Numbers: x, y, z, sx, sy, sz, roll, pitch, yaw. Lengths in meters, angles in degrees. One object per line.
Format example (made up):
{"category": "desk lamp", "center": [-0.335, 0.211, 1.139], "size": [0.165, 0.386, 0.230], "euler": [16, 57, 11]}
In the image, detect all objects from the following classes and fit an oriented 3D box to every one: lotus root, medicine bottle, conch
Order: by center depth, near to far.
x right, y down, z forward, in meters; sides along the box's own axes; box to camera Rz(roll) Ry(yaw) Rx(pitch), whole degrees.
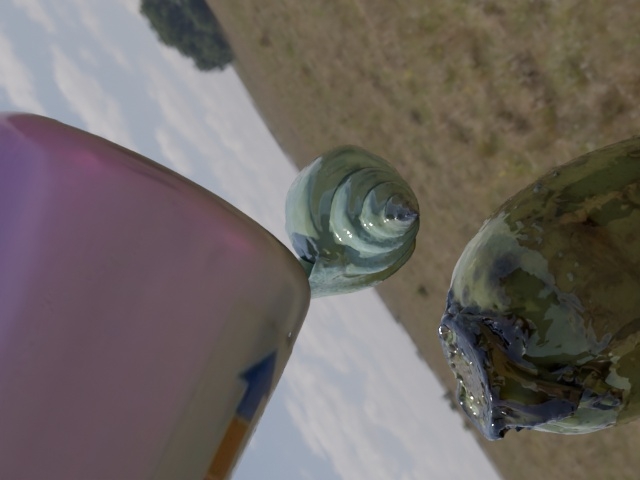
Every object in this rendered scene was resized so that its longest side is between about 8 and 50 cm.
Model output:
{"category": "medicine bottle", "center": [-0.118, 0.094, 0.419], "size": [0.152, 0.254, 0.152], "euler": [25, 168, 6]}
{"category": "conch", "center": [0.007, 0.002, 0.539], "size": [0.065, 0.088, 0.180], "euler": [32, 166, -11]}
{"category": "lotus root", "center": [0.220, 0.019, 0.729], "size": [0.173, 0.309, 0.173], "euler": [158, 90, -82]}
